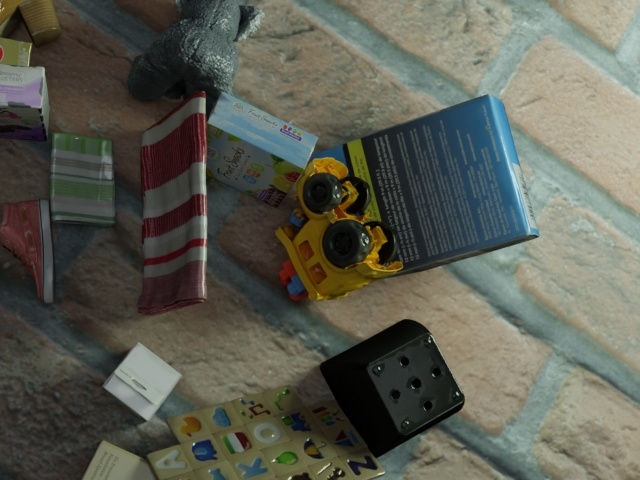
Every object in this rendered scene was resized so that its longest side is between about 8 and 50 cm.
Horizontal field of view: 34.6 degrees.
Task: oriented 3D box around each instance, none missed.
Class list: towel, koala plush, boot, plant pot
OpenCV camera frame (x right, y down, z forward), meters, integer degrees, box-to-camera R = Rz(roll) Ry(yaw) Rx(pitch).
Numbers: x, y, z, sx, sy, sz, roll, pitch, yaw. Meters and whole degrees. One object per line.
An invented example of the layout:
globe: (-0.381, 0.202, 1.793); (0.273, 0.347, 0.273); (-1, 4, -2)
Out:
towel: (-0.239, -0.051, 1.653); (0.037, 0.237, 0.329); (5, 78, -29)
koala plush: (-0.198, -0.342, 1.754); (0.196, 0.203, 0.221); (24, 63, -7)
boot: (-0.599, -0.393, 1.719); (0.295, 0.104, 0.211); (-24, 79, -19)
towel: (-0.396, -0.102, 1.717); (0.113, 0.023, 0.152); (5, 77, -35)
plant pot: (0.134, 0.243, 1.714); (0.188, 0.167, 0.187); (-26, 85, -15)

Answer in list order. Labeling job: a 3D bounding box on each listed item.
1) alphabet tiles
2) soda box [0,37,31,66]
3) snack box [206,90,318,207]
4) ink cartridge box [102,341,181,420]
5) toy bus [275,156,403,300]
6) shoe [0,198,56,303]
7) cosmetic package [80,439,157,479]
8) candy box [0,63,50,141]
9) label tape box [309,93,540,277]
alphabet tiles: (-0.083, 0.352, 1.608); (0.342, 0.011, 0.285); (-11, 42, -29)
soda box: (-0.554, -0.297, 1.620); (0.181, 0.061, 0.058); (8, 89, -29)
snack box: (-0.116, -0.146, 1.710); (0.174, 0.207, 0.070); (26, 68, -8)
ink cartridge box: (-0.285, 0.227, 1.636); (0.092, 0.143, 0.090); (37, 74, -4)
toy bus: (0.000, 0.000, 1.733); (0.211, 0.149, 0.220); (-34, 75, 25)
shoe: (-0.478, 0.019, 1.678); (0.081, 0.063, 0.178); (-5, 75, -12)
cosmetic package: (-0.242, 0.451, 1.620); (0.309, 0.113, 0.160); (26, 75, -6)
candy box: (-0.523, -0.222, 1.642); (0.164, 0.196, 0.070); (4, 80, -11)
label tape box: (0.178, -0.079, 1.794); (0.347, 0.115, 0.249); (-17, 82, 22)
